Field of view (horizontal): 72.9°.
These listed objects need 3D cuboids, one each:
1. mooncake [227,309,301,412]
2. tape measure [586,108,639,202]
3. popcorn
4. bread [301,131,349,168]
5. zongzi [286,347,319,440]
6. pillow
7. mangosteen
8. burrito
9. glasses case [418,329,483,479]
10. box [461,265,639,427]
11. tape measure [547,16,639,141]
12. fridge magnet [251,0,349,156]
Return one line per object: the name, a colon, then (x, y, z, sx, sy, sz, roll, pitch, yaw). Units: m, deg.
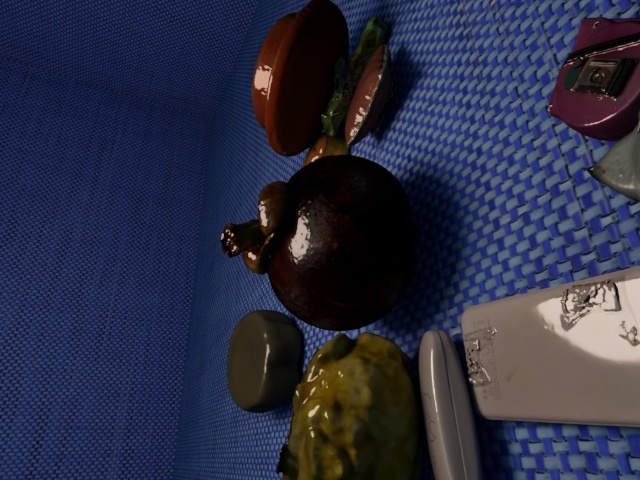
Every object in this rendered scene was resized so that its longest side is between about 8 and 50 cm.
mooncake: (-0.146, 0.316, 1.145, 0.275, 0.135, 0.275, -31, 53, 53)
tape measure: (0.362, -0.138, 0.303, 0.330, 0.084, 0.164, -61, 32, 37)
popcorn: (0.052, 0.280, 0.651, 0.252, 0.215, 0.287, 45, -124, -81)
bread: (-0.010, -0.156, 1.102, 0.102, 0.094, 0.246, -113, 41, -59)
zongzi: (-0.026, 0.362, 0.945, 0.184, 0.084, 0.187, -95, 22, -61)
pillow: (0.108, -0.300, 0.909, 0.171, 0.075, 0.179, -76, 6, -47)
mangosteen: (0.017, 0.005, 0.745, 0.297, 0.293, 0.297, -6, -90, -76)
burrito: (0.068, -0.377, 0.977, 0.054, 0.104, 0.288, 33, 102, 32)
glasses case: (0.167, 0.235, 0.568, 0.092, 0.059, 0.234, 79, -172, -65)
box: (0.264, 0.118, 0.458, 0.285, 0.044, 0.142, -33, 53, 57)
tape measure: (0.304, -0.168, 0.455, 0.125, 0.074, 0.118, -129, 54, -61)
fridge magnet: (-0.041, -0.378, 1.031, 0.364, 0.155, 0.364, -60, -14, -26)
